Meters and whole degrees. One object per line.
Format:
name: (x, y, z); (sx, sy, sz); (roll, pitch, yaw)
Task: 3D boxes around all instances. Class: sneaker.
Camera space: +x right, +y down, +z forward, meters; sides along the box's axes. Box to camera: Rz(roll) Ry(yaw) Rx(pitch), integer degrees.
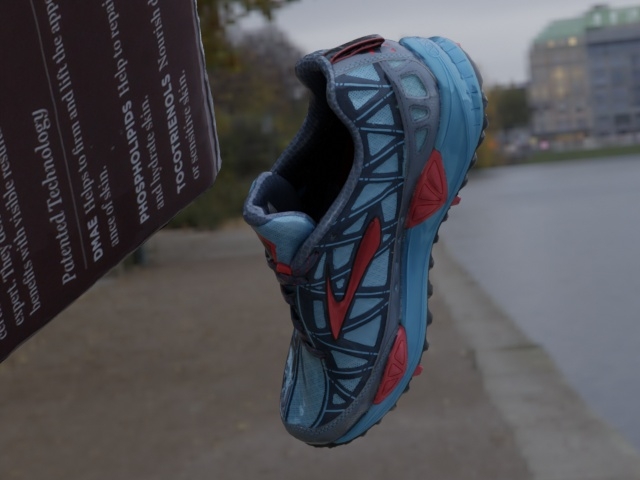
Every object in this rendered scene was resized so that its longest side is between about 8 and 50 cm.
sneaker: (0.000, 0.000, 0.996); (0.125, 0.262, 0.104); (2, 21, -34)

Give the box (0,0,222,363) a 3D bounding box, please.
box: (-0.167, -0.058, 0.594); (0.168, 0.167, 0.203); (26, 52, 29)
